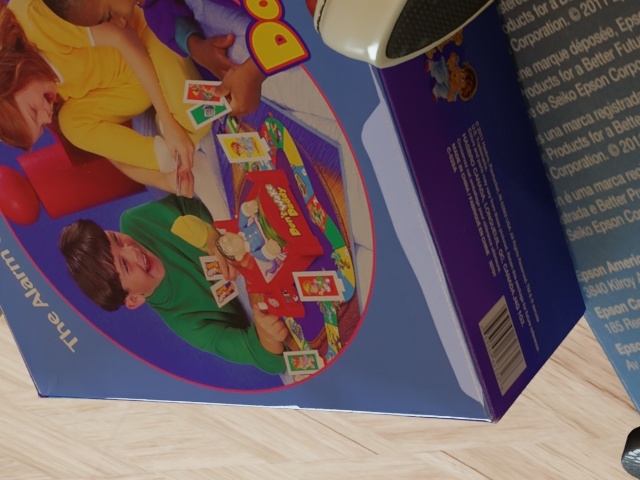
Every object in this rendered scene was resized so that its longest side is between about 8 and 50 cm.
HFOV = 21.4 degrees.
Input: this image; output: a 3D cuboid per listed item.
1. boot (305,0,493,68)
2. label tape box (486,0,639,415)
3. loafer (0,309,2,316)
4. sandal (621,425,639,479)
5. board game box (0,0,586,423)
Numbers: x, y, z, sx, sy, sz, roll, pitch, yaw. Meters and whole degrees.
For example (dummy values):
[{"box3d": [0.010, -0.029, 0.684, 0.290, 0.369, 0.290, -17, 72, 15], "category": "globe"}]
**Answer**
[{"box3d": [0.016, -0.183, 0.463, 0.176, 0.088, 0.244, 39, 127, 17], "category": "boot"}, {"box3d": [0.137, -0.120, 0.562, 0.249, 0.115, 0.347, -23, 97, 57], "category": "label tape box"}, {"box3d": [-0.259, 0.035, 1.308, 0.050, 0.056, 0.148, 27, 165, -22], "category": "loafer"}, {"box3d": [0.291, 0.166, 1.233, 0.097, 0.054, 0.254, 10, 166, 34], "category": "sandal"}, {"box3d": [-0.064, -0.103, 0.616, 0.233, 0.078, 0.347, -1, 119, 38], "category": "board game box"}]
